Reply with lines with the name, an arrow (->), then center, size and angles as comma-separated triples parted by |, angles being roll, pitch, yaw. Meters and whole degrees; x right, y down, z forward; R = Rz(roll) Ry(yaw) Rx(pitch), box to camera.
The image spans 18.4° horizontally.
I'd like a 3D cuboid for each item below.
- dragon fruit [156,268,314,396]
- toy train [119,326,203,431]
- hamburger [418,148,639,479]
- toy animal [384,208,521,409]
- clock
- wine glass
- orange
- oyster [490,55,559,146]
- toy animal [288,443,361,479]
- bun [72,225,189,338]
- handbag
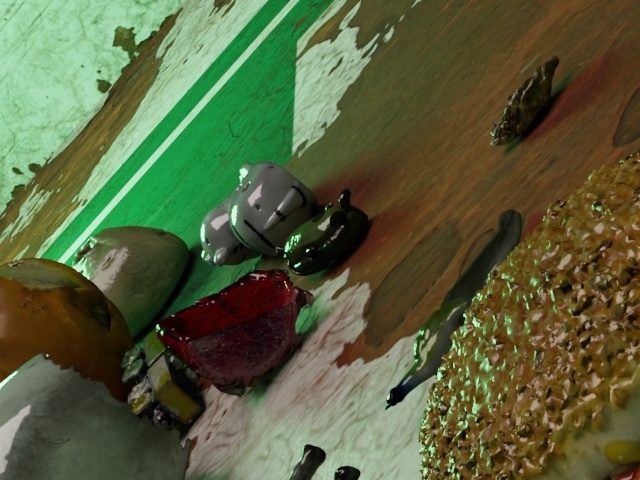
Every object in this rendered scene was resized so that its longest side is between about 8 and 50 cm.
dragon fruit -> -0.074, 0.100, 1.911 | 0.147, 0.096, 0.102 | -24, 21, -15
toy train -> -0.164, 0.148, 2.085 | 0.081, 0.060, 0.202 | -45, 18, 5
hamburger -> 0.173, 0.071, 1.096 | 0.276, 0.179, 0.294 | -53, 16, 1
toy animal -> 0.121, 0.047, 1.552 | 0.217, 0.041, 0.075 | -55, 14, -26
clock -> -0.075, -0.019, 2.159 | 0.117, 0.080, 0.176 | -55, 15, -11
wine glass -> -0.269, 0.278, 1.799 | 0.323, 0.238, 0.238 | -60, 17, -8
orange -> -0.322, 0.140, 2.207 | 0.240, 0.240, 0.240 | -47, 17, 19
oyster -> 0.183, -0.121, 1.754 | 0.093, 0.034, 0.051 | -56, -4, 28
toy animal -> -0.022, 0.234, 1.464 | 0.255, 0.090, 0.170 | -27, 33, 62
bun -> -0.250, 0.041, 2.450 | 0.166, 0.113, 0.173 | -58, 19, -20
handbag -> 0.000, 0.000, 1.969 | 0.111, 0.047, 0.072 | -35, 22, 41
